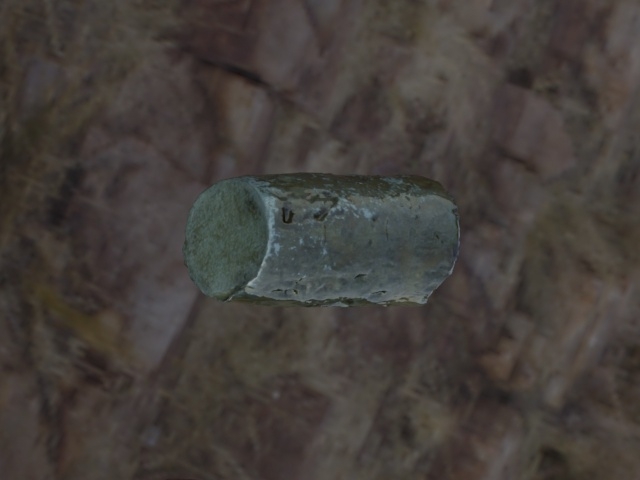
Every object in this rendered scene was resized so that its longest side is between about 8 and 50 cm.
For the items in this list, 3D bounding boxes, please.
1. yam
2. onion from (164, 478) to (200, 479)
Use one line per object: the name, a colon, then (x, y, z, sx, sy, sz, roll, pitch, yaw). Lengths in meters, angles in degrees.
yam: (0.000, 0.000, 1.263, 0.194, 0.107, 0.107, 1, 113, -30)
onion: (-0.101, 0.326, 1.418, 0.276, 0.276, 0.276, -44, 146, -41)
